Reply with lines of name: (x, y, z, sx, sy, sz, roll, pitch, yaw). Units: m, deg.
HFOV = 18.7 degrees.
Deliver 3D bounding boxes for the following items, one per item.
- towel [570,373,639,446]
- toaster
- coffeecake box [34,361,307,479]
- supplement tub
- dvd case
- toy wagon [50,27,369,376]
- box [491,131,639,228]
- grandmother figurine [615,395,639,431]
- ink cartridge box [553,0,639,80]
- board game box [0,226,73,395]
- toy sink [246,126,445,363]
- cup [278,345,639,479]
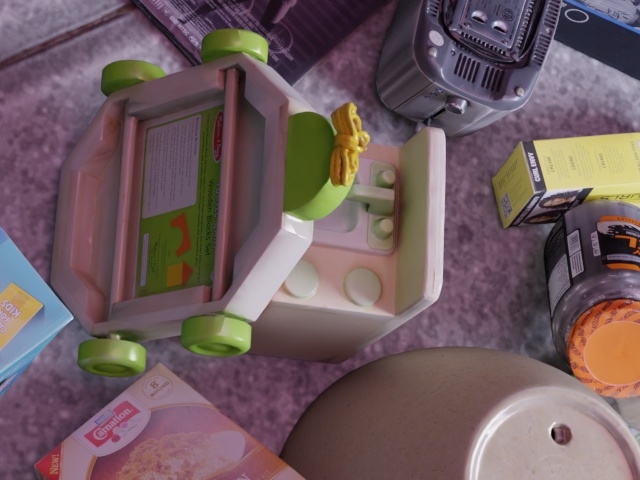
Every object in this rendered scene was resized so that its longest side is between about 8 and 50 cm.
towel: (0.305, 0.167, 1.825, 0.113, 0.023, 0.152, -34, 87, -27)
toaster: (0.138, -0.204, 1.810, 0.129, 0.146, 0.227, 23, 68, -14)
coffeecake box: (-0.116, 0.209, 1.585, 0.185, 0.068, 0.142, 35, 61, 27)
supplement tub: (0.262, 0.053, 1.747, 0.117, 0.117, 0.190, 26, 27, -11)
dvd case: (-0.047, -0.235, 1.823, 0.164, 0.018, 0.221, 46, 65, -1)
toy wagon: (-0.087, -0.035, 1.578, 0.068, 0.344, 0.267, 22, 63, -46)
box: (0.286, -0.061, 1.844, 0.232, 0.087, 0.058, -5, 67, -20)
grandmother figurine: (0.431, 0.159, 1.822, 0.342, 0.104, 0.208, 10, 45, -21)
ink cartridge box: (0.365, -0.201, 1.885, 0.333, 0.165, 0.065, 22, 66, -12)
board game box: (-0.328, 0.022, 1.460, 0.079, 0.336, 0.254, -38, 89, -26)
toy sink: (0.000, 0.000, 1.647, 0.131, 0.234, 0.153, 8, 72, -18)
cup: (0.148, 0.229, 1.629, 0.331, 0.237, 0.331, 6, 72, -19)
